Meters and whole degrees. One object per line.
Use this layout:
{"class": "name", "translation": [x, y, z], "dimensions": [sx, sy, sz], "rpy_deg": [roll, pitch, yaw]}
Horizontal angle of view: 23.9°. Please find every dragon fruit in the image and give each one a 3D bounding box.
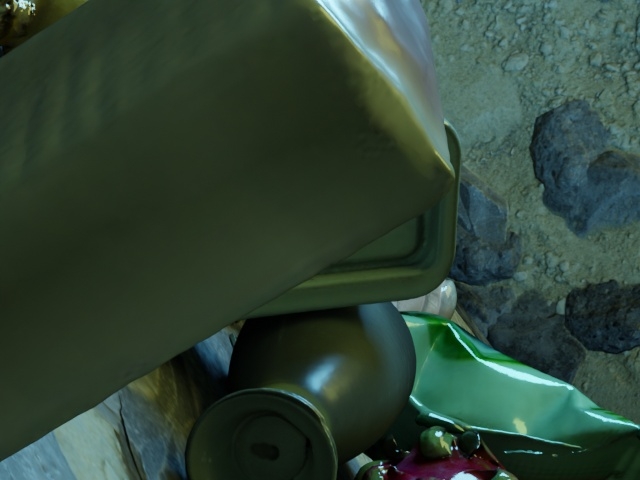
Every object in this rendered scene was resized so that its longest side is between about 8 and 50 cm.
{"class": "dragon fruit", "translation": [0.116, 0.296, 1.423], "dimensions": [0.218, 0.198, 0.273], "rpy_deg": [29, -29, 27]}

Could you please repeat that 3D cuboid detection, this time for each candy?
{"class": "candy", "translation": [0.190, 0.200, 1.573], "dimensions": [0.398, 0.172, 0.263], "rpy_deg": [24, -31, 6]}
{"class": "candy", "translation": [-0.105, -0.045, 0.855], "dimensions": [0.145, 0.359, 0.208], "rpy_deg": [51, 16, -30]}

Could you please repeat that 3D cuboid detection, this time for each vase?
{"class": "vase", "translation": [-0.021, 0.144, 1.305], "dimensions": [0.173, 0.173, 0.321], "rpy_deg": [56, 15, -4]}

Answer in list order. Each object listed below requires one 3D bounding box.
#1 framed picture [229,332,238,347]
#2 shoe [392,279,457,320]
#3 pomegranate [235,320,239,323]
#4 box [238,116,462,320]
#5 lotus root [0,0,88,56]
{"class": "framed picture", "translation": [-0.061, 0.140, 1.552], "dimensions": [0.089, 0.007, 0.066], "rpy_deg": [48, 12, -41]}
{"class": "shoe", "translation": [0.001, -0.003, 1.861], "dimensions": [0.351, 0.172, 0.198], "rpy_deg": [44, 28, 19]}
{"class": "pomegranate", "translation": [-0.040, -0.090, 1.623], "dimensions": [0.291, 0.291, 0.323], "rpy_deg": [49, 17, -40]}
{"class": "box", "translation": [-0.054, -0.047, 1.346], "dimensions": [0.182, 0.312, 0.175], "rpy_deg": [-131, -142, -62]}
{"class": "lotus root", "translation": [-0.192, -0.166, 1.428], "dimensions": [0.303, 0.146, 0.131], "rpy_deg": [31, 50, -37]}
